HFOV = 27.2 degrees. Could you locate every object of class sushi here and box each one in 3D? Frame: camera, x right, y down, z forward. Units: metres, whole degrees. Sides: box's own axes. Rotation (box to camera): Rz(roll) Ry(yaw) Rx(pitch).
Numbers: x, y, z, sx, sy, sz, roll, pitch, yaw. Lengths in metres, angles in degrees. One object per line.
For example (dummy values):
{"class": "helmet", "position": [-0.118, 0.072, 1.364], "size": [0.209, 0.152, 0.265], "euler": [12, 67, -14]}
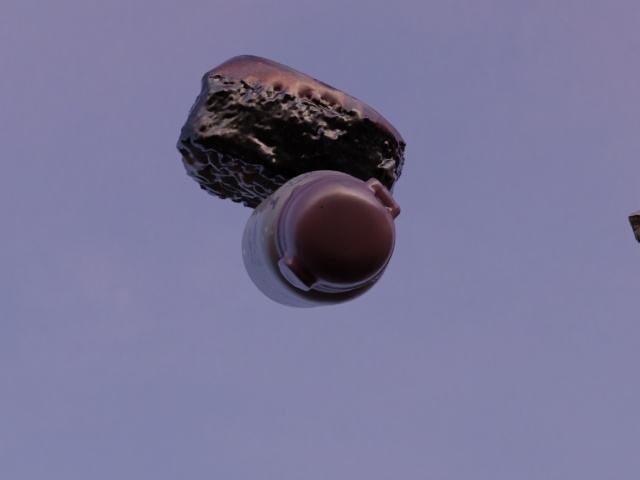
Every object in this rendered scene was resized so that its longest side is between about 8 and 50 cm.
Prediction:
{"class": "sushi", "position": [-0.031, -0.090, 1.346], "size": [0.225, 0.126, 0.136], "euler": [28, -22, 2]}

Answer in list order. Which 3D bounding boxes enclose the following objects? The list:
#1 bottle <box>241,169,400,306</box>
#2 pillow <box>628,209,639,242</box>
{"class": "bottle", "position": [0.000, 0.000, 1.078], "size": [0.110, 0.233, 0.109], "euler": [1, -93, -10]}
{"class": "pillow", "position": [0.315, 0.008, 0.995], "size": [0.119, 0.053, 0.208], "euler": [-22, -30, 20]}
